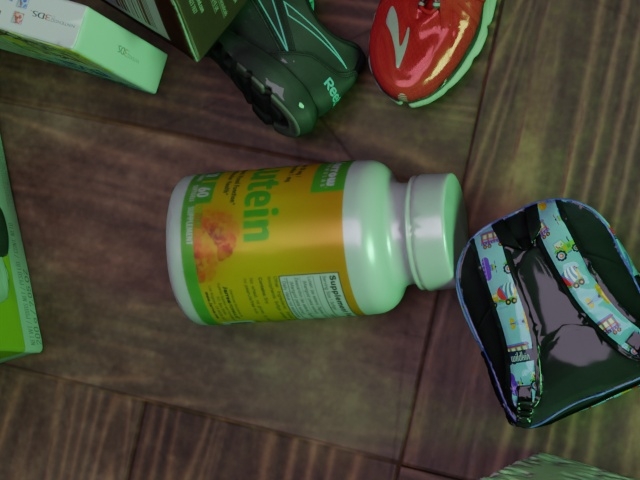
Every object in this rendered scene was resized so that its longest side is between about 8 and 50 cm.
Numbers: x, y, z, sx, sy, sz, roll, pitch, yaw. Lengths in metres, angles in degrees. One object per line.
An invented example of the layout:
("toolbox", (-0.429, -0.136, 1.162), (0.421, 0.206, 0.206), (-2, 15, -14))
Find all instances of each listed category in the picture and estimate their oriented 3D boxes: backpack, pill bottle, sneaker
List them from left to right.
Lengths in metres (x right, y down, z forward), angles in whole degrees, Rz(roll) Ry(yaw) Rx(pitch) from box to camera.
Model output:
("sneaker", (-0.073, -0.209, 1.765), (0.106, 0.101, 0.267), (-41, 74, -14))
("pill bottle", (0.000, 0.000, 1.687), (0.246, 0.136, 0.136), (-5, 84, 16))
("sneaker", (0.111, -0.254, 1.688), (0.107, 0.118, 0.279), (25, 92, 17))
("backpack", (0.202, 0.058, 1.634), (0.158, 0.117, 0.173), (-27, 79, 12))

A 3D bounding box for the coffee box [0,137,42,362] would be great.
("coffee box", (-0.495, -0.021, 1.729), (0.338, 0.334, 0.337), (-16, 81, 14))

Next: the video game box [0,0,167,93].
("video game box", (-0.259, -0.194, 1.745), (0.187, 0.205, 0.048), (20, 89, 16))

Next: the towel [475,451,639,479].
("towel", (0.276, 0.242, 1.485), (0.317, 0.332, 0.053), (15, 95, 19))

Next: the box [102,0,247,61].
("box", (-0.076, -0.369, 1.690), (0.191, 0.143, 0.381), (32, 75, 17))
